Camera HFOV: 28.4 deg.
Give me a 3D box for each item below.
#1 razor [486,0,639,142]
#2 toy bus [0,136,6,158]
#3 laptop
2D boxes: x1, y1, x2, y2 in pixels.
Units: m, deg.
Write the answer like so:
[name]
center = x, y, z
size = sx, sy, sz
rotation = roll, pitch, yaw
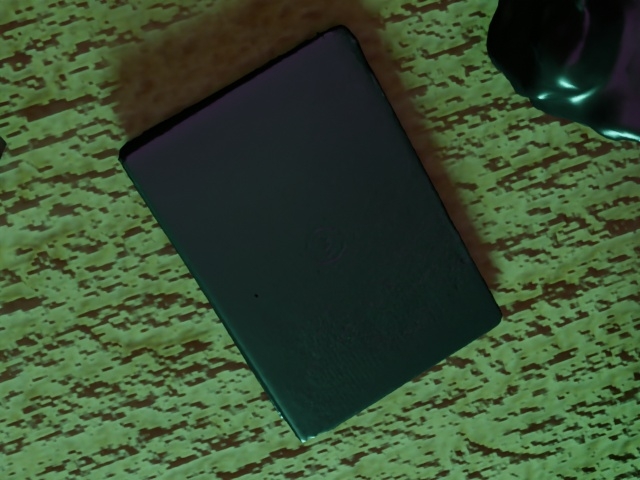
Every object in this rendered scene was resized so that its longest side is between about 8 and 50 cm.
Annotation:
[razor]
center = 0.207, -0.192, 0.585
size = 0.189, 0.107, 0.327
rotation = 15, 106, -17
[toy bus]
center = -0.262, 0.023, 0.573
size = 0.112, 0.090, 0.274
rotation = 39, 97, -28
[laptop]
center = 0.000, 0.000, 0.662
size = 0.135, 0.016, 0.197
rotation = -30, 114, -1
